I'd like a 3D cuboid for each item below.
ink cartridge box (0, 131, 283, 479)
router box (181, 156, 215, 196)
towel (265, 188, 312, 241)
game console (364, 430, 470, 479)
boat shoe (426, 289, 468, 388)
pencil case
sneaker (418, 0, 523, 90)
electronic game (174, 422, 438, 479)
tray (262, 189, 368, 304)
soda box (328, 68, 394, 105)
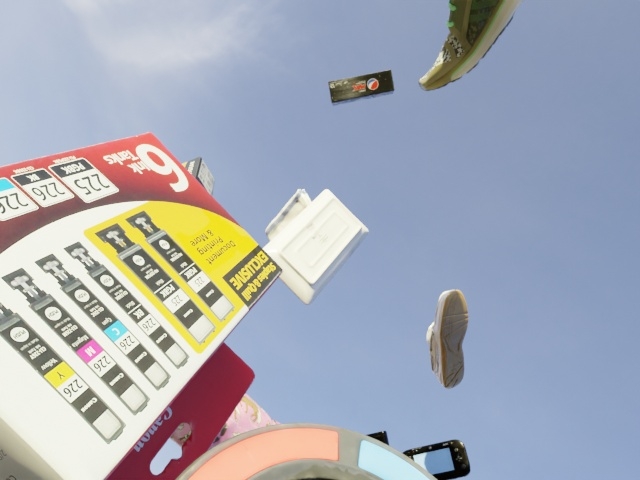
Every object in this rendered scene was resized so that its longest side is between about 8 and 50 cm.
[{"bbox_3d":[-0.163,0.070,0.408,0.272,0.309,0.130,46,-66,-4],"label":"ink cartridge box"},{"bbox_3d":[-0.377,-0.052,1.137,0.243,0.308,0.081,-21,-56,8],"label":"router box"},{"bbox_3d":[-0.064,0.000,1.544,0.209,0.034,0.285,-48,-129,23],"label":"towel"},{"bbox_3d":[0.261,0.670,1.501,0.362,0.044,0.213,-20,-122,15],"label":"game console"},{"bbox_3d":[0.326,0.255,1.336,0.096,0.098,0.276,25,-61,59],"label":"boat shoe"},{"bbox_3d":[-0.182,0.357,0.975,0.386,0.167,0.160,54,-19,-27],"label":"pencil case"},{"bbox_3d":[0.301,-0.488,0.977,0.182,0.158,0.410,35,-56,-3],"label":"sneaker"},{"bbox_3d":[0.009,0.199,0.280,0.229,0.229,0.048,31,-59,23],"label":"electronic game"},{"bbox_3d":[0.000,0.000,1.056,0.145,0.270,0.030,45,-41,-2],"label":"tray"},{"bbox_3d":[0.108,-0.404,1.324,0.169,0.053,0.060,-10,-84,6],"label":"soda box"}]
